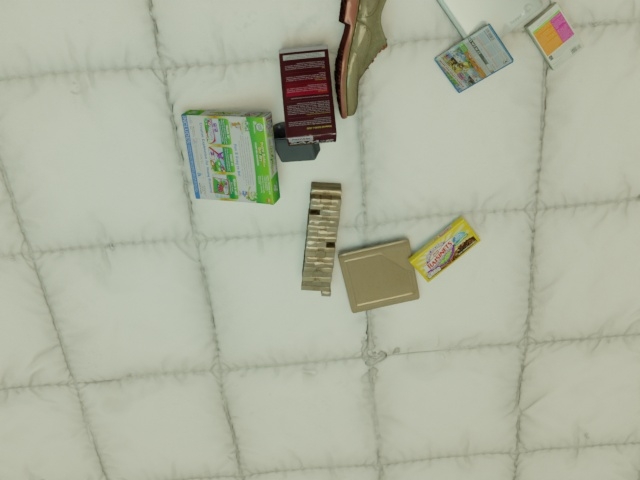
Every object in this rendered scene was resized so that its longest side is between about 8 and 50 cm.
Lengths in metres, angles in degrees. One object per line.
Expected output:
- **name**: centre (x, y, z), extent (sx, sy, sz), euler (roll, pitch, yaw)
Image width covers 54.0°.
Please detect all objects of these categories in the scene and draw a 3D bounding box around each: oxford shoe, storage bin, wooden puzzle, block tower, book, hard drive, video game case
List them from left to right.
- **storage bin**: centre (-0.065, -0.270, 1.718), extent (0.135, 0.098, 0.091), euler (0, 132, 23)
- **block tower**: centre (0.000, 0.000, 1.857), extent (0.097, 0.091, 0.335), euler (3, 116, -3)
- **oxford shoe**: centre (0.108, -0.479, 1.605), extent (0.130, 0.123, 0.348), euler (2, 118, -9)
- **wooden puzzle**: centre (0.182, 0.109, 1.948), extent (0.221, 0.044, 0.238), euler (-13, 121, 4)
- **video game case**: centre (0.399, -0.471, 1.639), extent (0.166, 0.015, 0.119), euler (-26, 117, 37)
- **hard drive**: centre (0.389, -0.648, 1.573), extent (0.203, 0.040, 0.307), euler (-37, 112, 15)
- **book**: centre (0.612, -0.532, 1.642), extent (0.096, 0.035, 0.144), euler (-38, 112, 12)

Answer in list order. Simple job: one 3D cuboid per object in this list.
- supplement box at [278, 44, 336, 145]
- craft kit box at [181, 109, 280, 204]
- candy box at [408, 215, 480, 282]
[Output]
- **supplement box**: centre (-0.032, -0.371, 1.613), extent (0.130, 0.073, 0.239), euler (-5, 81, 1)
- **craft kit box**: centre (-0.241, -0.227, 1.710), extent (0.247, 0.061, 0.250), euler (7, 119, 21)
- **candy box**: centre (0.374, 0.029, 1.897), extent (0.206, 0.027, 0.105), euler (-40, 117, 8)
